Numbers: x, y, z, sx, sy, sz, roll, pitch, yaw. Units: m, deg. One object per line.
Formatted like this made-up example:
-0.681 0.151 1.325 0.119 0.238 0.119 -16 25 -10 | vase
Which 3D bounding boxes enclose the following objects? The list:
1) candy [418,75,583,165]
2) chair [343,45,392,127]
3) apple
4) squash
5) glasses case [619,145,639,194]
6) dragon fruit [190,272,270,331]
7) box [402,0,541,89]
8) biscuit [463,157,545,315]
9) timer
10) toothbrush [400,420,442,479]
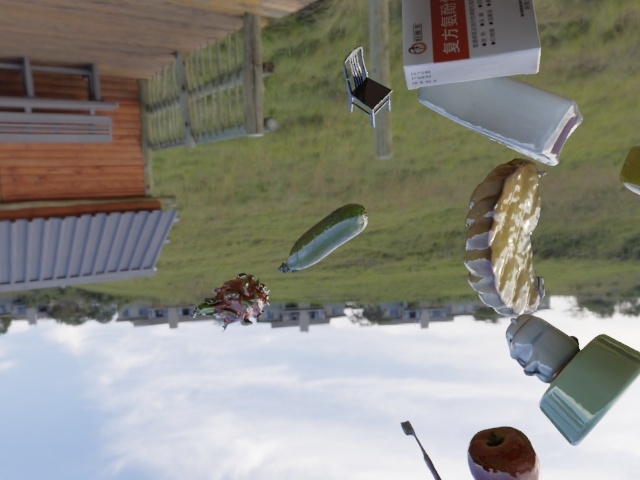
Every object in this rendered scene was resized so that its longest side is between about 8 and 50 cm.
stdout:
0.441 -0.323 1.305 0.359 0.145 0.208 35 -162 30 | candy
0.127 -0.412 1.420 0.101 0.084 0.212 38 165 20 | chair
0.568 0.698 1.634 0.230 0.229 0.230 -2 -175 0 | apple
0.001 0.001 1.323 0.087 0.087 0.331 -7 157 -45 | squash
1.024 -0.169 1.507 0.173 0.141 0.371 8 -163 -25 | glasses case
-0.252 0.183 1.504 0.236 0.137 0.135 -29 -167 -31 | dragon fruit
0.253 -0.433 0.933 0.215 0.352 0.069 -4 153 14 | box
0.203 -0.005 0.608 0.118 0.182 0.061 0 -176 -38 | biscuit
0.622 0.319 1.381 0.291 0.290 0.315 -8 -140 -47 | timer
0.301 0.628 1.469 0.029 0.024 0.354 -4 -155 -15 | toothbrush
